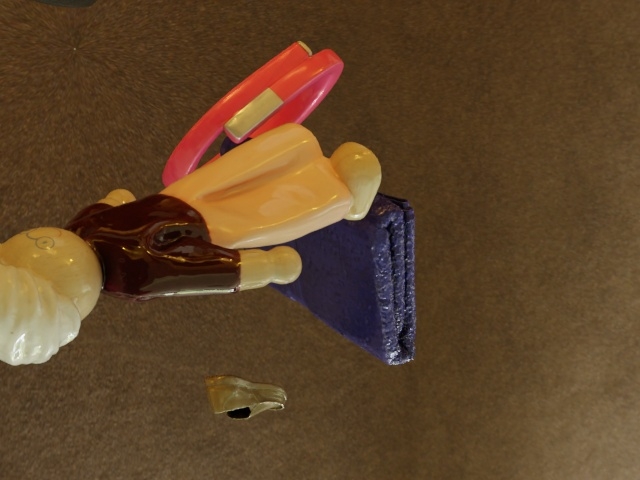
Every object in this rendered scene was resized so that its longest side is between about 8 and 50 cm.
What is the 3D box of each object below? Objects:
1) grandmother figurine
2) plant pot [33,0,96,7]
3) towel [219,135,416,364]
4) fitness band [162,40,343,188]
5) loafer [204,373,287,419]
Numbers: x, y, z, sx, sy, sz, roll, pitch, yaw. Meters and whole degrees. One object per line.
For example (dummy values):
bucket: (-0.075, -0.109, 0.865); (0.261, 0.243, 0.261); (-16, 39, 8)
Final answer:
grandmother figurine: (-0.112, -0.009, 0.518); (0.342, 0.208, 0.104); (-27, 115, -45)
plant pot: (-0.352, -0.420, 0.875); (0.188, 0.167, 0.187); (-28, 107, 27)
towel: (0.000, 0.000, 0.839); (0.076, 0.308, 0.227); (-30, 129, -28)
fitness band: (-0.087, -0.155, 0.892); (0.291, 0.209, 0.054); (-42, 89, -23)
loafer: (-0.099, 0.209, 0.876); (0.148, 0.056, 0.050); (28, 59, -49)
